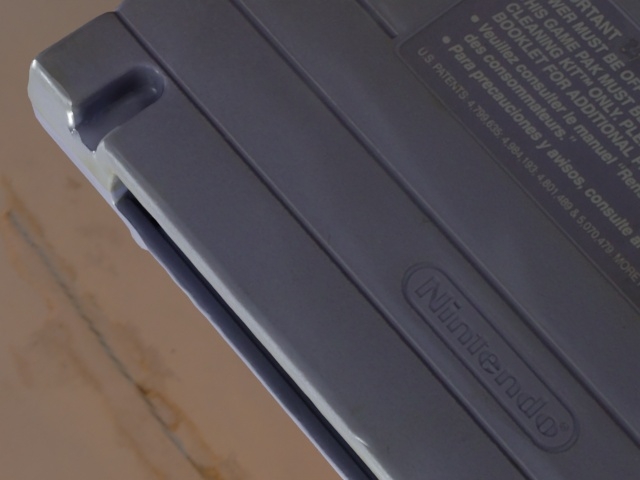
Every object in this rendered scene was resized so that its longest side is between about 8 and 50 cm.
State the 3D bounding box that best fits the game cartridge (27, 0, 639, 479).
[{"bbox_3d":[0.095,0.013,0.471,0.230,0.068,0.355,-36,-102,-25],"label":"game cartridge"}]
